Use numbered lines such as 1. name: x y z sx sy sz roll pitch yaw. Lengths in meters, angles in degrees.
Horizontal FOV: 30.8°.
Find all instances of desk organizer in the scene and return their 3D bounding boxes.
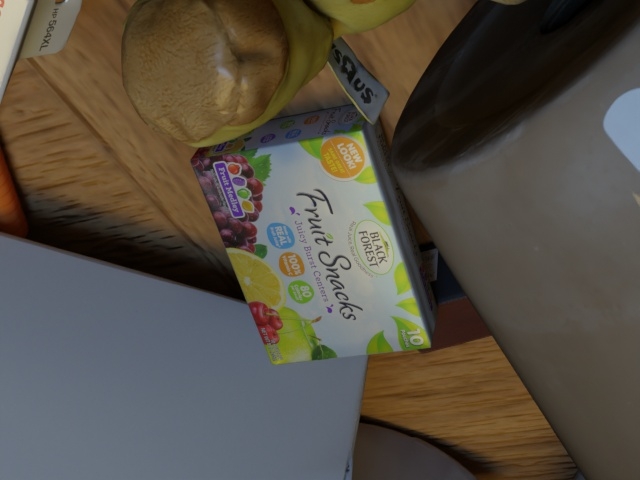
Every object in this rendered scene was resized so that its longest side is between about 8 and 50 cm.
1. desk organizer: 0.102 0.025 0.694 0.130 0.047 0.050 -18 139 31

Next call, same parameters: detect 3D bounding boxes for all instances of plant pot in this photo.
1. plant pot: 0.189 -0.005 0.458 0.280 0.323 0.323 40 135 -14

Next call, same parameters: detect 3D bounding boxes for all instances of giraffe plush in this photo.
1. giraffe plush: 0.024 -0.124 0.381 0.170 0.181 0.210 -13 149 39

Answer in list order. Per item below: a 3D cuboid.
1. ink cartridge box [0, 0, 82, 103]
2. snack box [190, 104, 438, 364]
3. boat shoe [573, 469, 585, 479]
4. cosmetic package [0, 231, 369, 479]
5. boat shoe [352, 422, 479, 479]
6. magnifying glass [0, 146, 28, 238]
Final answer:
1. ink cartridge box: -0.164 -0.128 0.478 0.143 0.090 0.092 19 128 -15
2. snack box: 0.000 0.000 0.648 0.100 0.037 0.141 -9 120 19
3. boat shoe: 0.250 0.183 0.858 0.070 0.078 0.219 16 142 -10
4. cosmetic package: -0.180 0.123 0.718 0.385 0.217 0.156 19 157 -13
5. boat shoe: -0.023 0.211 0.925 0.340 0.127 0.158 25 148 -11
6. magnifying glass: -0.197 -0.074 0.629 0.092 0.026 0.231 4 145 4
